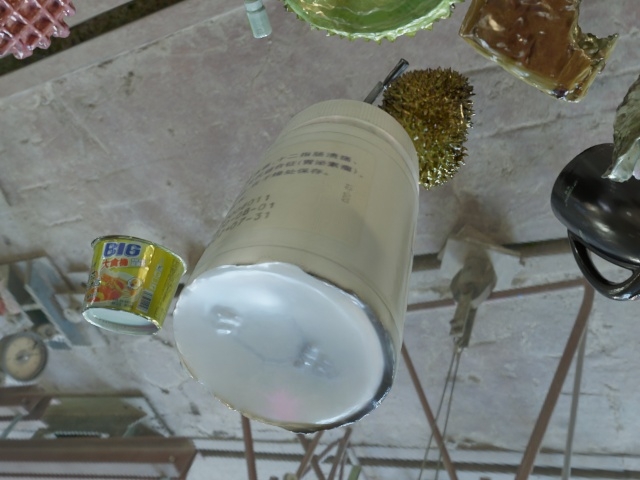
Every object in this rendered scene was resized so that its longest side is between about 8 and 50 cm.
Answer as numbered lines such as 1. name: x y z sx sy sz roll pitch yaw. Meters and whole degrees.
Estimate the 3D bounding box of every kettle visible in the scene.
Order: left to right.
1. kettle: 0.630 -0.021 1.238 0.207 0.290 0.268 9 121 -22

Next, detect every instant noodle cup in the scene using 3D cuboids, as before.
1. instant noodle cup: -0.386 0.100 1.228 0.205 0.153 0.205 5 153 2

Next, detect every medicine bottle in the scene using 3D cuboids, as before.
1. medicine bottle: -0.142 -0.506 1.352 0.047 0.047 0.083 3 137 22
2. medicine bottle: 0.000 0.000 0.605 0.190 0.332 0.190 7 126 10

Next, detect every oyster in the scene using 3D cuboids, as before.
1. oyster: 0.170 -0.077 0.286 0.037 0.100 0.098 40 132 26

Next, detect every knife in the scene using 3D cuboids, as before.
1. knife: 0.156 -0.413 1.661 0.028 0.060 0.230 33 106 -30

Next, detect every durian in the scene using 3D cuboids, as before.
1. durian: 0.078 -0.420 0.936 0.394 0.198 0.163 -1 80 5
2. durian: 0.221 -0.257 1.310 0.258 0.293 0.258 10 135 10

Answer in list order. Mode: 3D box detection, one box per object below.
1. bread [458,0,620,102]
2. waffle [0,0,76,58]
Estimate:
1. bread: 0.565 -0.554 1.514 0.370 0.191 0.314 28 104 5
2. waffle: -0.484 -0.404 0.960 0.055 0.221 0.234 35 128 20
